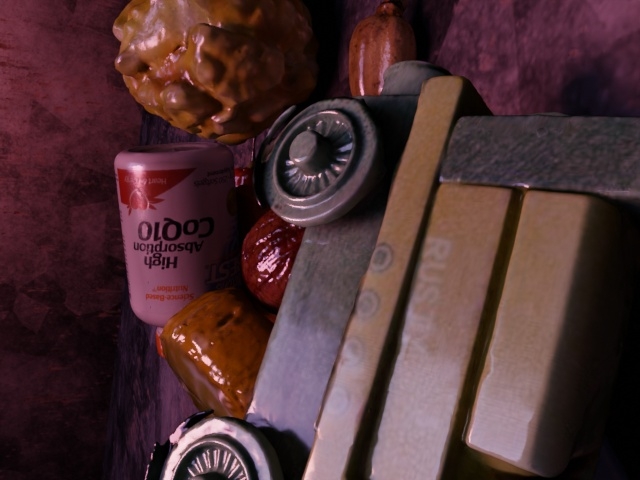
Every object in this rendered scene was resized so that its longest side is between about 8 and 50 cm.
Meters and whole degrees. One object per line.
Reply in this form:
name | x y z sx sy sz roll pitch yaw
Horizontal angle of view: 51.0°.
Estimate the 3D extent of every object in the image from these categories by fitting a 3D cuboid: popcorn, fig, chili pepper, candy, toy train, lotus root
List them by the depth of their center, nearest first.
toy train | 0.060 0.074 0.401 0.253 0.160 0.397 9 76 40
lotus root | 0.066 -0.188 0.702 0.072 0.063 0.152 9 91 29
fig | 0.000 0.000 0.753 0.201 0.133 0.146 -41 58 47
candy | -0.084 0.180 0.799 0.260 0.118 0.260 43 155 26
popcorn | -0.150 -0.282 0.962 0.335 0.274 0.279 -118 42 -52
chili pepper | -0.104 -0.081 1.054 0.086 0.084 0.192 8 100 24

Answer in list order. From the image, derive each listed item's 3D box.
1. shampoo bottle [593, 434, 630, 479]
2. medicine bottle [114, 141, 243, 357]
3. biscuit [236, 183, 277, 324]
shampoo bottle | 0.138 0.137 0.447 0.103 0.061 0.258 -30 50 19
medicine bottle | -0.189 0.016 0.924 0.157 0.157 0.289 -151 55 -65
biscuit | -0.102 0.070 0.997 0.284 0.043 0.306 21 116 43
